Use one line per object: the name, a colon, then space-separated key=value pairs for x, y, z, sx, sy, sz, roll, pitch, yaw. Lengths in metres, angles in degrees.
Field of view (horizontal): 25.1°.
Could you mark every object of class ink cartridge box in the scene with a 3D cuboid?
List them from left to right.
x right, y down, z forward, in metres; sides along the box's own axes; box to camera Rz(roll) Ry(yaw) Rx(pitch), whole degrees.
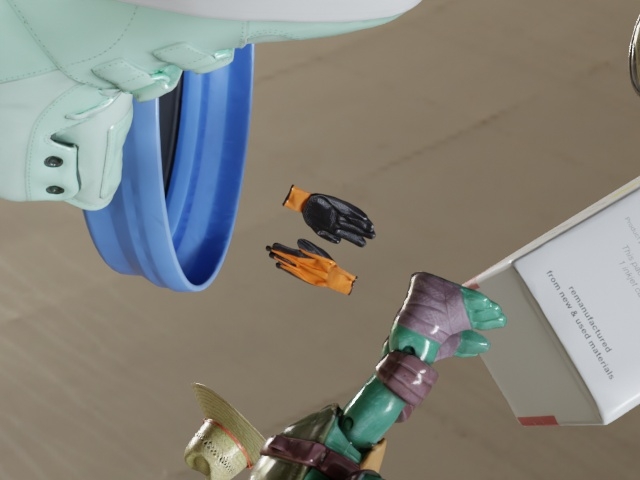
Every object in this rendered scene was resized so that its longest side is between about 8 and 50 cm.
ink cartridge box: x=0.337 y=0.008 z=1.323 sx=0.384 sy=0.160 sz=0.279 roll=-30 pitch=176 yaw=-10

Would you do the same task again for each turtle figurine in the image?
turtle figurine: x=0.020 y=0.137 z=0.777 sx=0.234 sy=0.118 sz=0.175 roll=-62 pitch=-168 yaw=-15

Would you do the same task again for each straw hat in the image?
straw hat: x=-0.100 y=0.207 z=1.411 sx=0.061 sy=0.144 sz=0.144 roll=-45 pitch=-137 yaw=-17

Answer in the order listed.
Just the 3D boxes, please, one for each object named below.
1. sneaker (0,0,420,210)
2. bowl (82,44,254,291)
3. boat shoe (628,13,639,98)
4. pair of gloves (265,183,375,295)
sneaker: x=-0.070 y=-0.082 z=0.601 sx=0.256 sy=0.151 sz=0.094 roll=1 pitch=-130 yaw=13
bowl: x=-0.127 y=-0.153 z=1.220 sx=0.077 sy=0.391 sz=0.391 roll=4 pitch=-150 yaw=7
boat shoe: x=0.472 y=-0.329 z=1.749 sx=0.132 sy=0.355 sz=0.130 roll=8 pitch=176 yaw=-39
pair of gloves: x=0.000 y=0.000 z=1.084 sx=0.074 sy=0.083 sz=0.010 roll=23 pitch=-144 yaw=2
